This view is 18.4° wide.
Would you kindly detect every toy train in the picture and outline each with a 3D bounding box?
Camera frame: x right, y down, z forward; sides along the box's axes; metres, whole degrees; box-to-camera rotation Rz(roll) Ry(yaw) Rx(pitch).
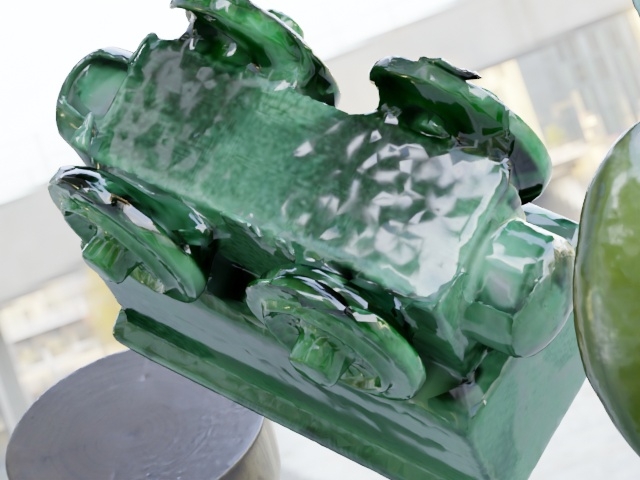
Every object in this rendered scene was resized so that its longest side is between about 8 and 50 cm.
[{"bbox_3d":[0.000,0.000,0.889,0.145,0.266,0.202,-56,-29,-17],"label":"toy train"}]

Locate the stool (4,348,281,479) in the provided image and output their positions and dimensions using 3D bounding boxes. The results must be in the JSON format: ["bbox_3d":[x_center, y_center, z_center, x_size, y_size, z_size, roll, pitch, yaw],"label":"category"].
[{"bbox_3d":[-0.095,0.227,1.360,0.179,0.264,0.179,-9,34,6],"label":"stool"}]

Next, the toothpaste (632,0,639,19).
[{"bbox_3d":[0.192,-0.193,0.960,0.048,0.075,0.297,-1,49,28],"label":"toothpaste"}]

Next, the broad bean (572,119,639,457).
[{"bbox_3d":[0.129,0.111,0.529,0.098,0.318,0.056,-21,15,-29],"label":"broad bean"}]
